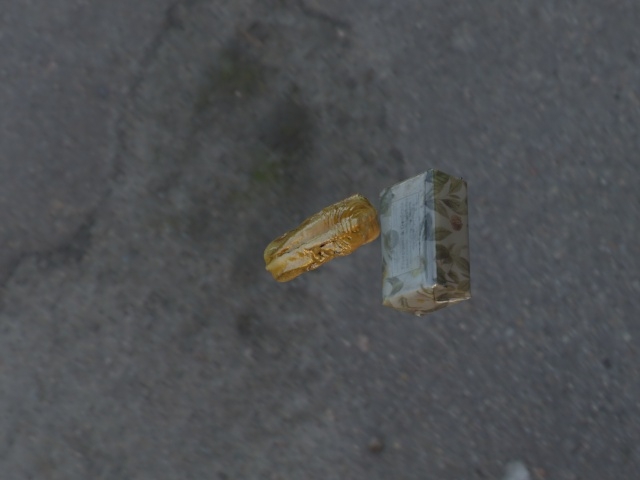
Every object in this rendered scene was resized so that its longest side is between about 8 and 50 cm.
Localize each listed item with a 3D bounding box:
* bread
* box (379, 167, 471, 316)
[{"bbox_3d":[0.000,0.000,1.490,0.110,0.083,0.044,-27,94,33],"label":"bread"},{"bbox_3d":[0.076,0.002,1.251,0.062,0.045,0.098,-25,59,42],"label":"box"}]
